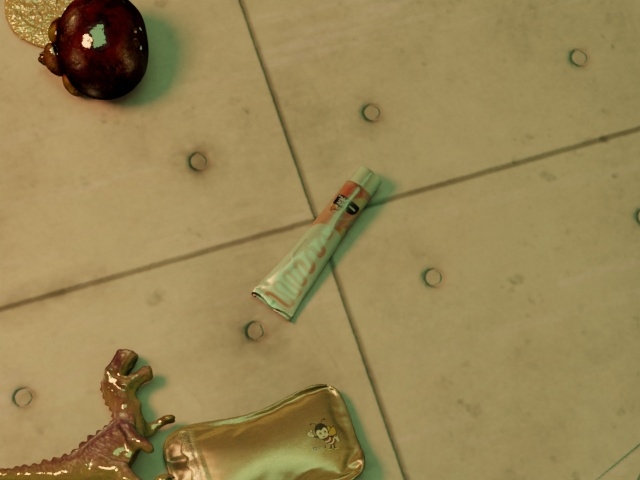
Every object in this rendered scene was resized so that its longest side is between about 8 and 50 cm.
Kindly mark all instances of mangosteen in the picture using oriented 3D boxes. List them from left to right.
[{"bbox_3d":[-0.273,-0.230,2.010,0.140,0.140,0.140,2,71,-5],"label":"mangosteen"}]

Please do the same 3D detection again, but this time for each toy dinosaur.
[{"bbox_3d":[-0.263,0.249,1.874,0.251,0.072,0.200,-42,67,-5],"label":"toy dinosaur"}]

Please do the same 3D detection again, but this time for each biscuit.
[{"bbox_3d":[-0.330,-0.289,2.073,0.120,0.015,0.120,2,72,-5],"label":"biscuit"}]

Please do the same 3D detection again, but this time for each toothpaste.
[{"bbox_3d":[0.000,0.000,1.993,0.056,0.036,0.205,35,75,6],"label":"toothpaste"}]

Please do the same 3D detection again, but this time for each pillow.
[{"bbox_3d":[-0.063,0.245,1.898,0.217,0.033,0.130,-16,64,-8],"label":"pillow"}]
